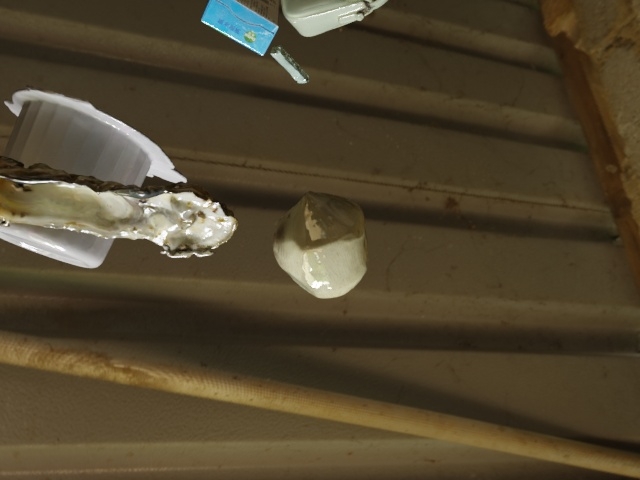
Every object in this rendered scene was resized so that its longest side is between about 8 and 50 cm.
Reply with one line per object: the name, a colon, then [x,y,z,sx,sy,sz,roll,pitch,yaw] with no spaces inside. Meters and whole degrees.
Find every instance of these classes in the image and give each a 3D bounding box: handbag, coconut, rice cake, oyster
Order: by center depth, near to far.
oyster: [-0.268,-0.051,0.703,0.344,0.129,0.079,10,-119,-15]
handbag: [0.037,-0.471,0.962,0.219,0.079,0.256,-9,-101,19]
rice cake: [-0.055,-0.324,1.097,0.022,0.121,0.022,5,-100,25]
coconut: [0.000,0.000,1.201,0.224,0.224,0.224,10,-120,-17]

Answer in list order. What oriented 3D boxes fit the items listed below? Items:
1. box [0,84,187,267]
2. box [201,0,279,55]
box: [-0.375,-0.071,0.921,0.291,0.262,0.207,31,-108,-39]
box: [-0.159,-0.475,1.210,0.139,0.073,0.194,24,-147,-20]
